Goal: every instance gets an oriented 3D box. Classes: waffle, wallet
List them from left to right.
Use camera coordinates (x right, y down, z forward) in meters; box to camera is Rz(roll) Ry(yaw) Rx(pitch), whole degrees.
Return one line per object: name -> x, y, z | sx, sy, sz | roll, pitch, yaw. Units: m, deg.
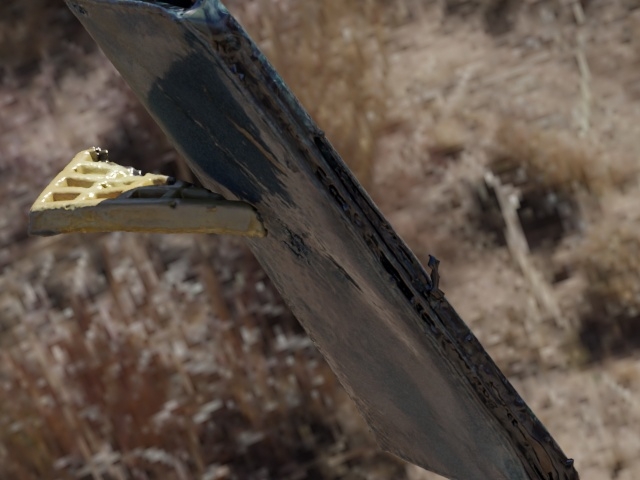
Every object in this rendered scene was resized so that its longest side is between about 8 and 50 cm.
waffle -> -0.090, -0.029, 1.091 | 0.153, 0.023, 0.097 | 0, 26, 20
wallet -> 0.000, 0.000, 1.050 | 0.046, 0.379, 0.191 | -43, 26, -16
